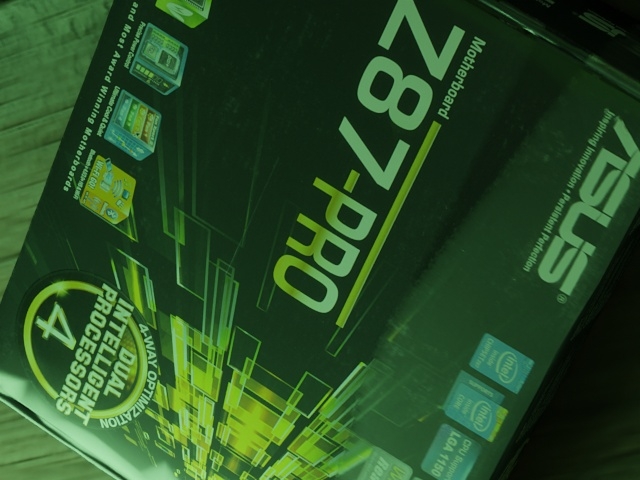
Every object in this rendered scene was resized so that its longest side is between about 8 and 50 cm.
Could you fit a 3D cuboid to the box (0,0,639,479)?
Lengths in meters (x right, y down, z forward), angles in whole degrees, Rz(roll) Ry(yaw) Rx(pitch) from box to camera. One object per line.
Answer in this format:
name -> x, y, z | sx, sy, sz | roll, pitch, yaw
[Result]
box -> 0.000, 0.000, 1.134 | 0.318, 0.097, 0.395 | 32, 119, 12
